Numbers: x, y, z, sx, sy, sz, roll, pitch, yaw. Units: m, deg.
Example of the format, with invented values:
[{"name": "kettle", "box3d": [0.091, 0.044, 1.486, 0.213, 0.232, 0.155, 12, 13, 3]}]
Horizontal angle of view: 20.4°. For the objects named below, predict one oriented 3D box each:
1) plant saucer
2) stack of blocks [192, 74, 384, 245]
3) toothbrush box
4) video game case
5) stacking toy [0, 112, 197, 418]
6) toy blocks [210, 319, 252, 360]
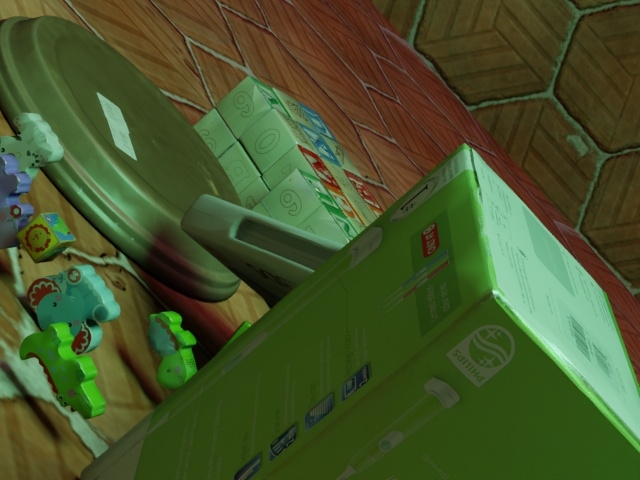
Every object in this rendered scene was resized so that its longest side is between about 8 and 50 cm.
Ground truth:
[{"name": "plant saucer", "box3d": [-0.147, -0.072, 1.372, 0.278, 0.041, 0.278, 46, 15, -16]}, {"name": "stack of blocks", "box3d": [0.000, 0.000, 1.530, 0.297, 0.087, 0.171, 57, 16, 26]}, {"name": "toothbrush box", "box3d": [0.007, 0.111, 0.854, 0.122, 0.283, 0.206, 47, 14, -14]}, {"name": "video game case", "box3d": [0.084, 0.099, 1.201, 0.329, 0.036, 0.300, 41, -10, -29]}, {"name": "stacking toy", "box3d": [-0.171, 0.012, 1.067, 0.221, 0.052, 0.167, 54, 16, 9]}, {"name": "toy blocks", "box3d": [0.071, 0.186, 1.138, 0.381, 0.191, 0.261, 39, 2, -6]}]
